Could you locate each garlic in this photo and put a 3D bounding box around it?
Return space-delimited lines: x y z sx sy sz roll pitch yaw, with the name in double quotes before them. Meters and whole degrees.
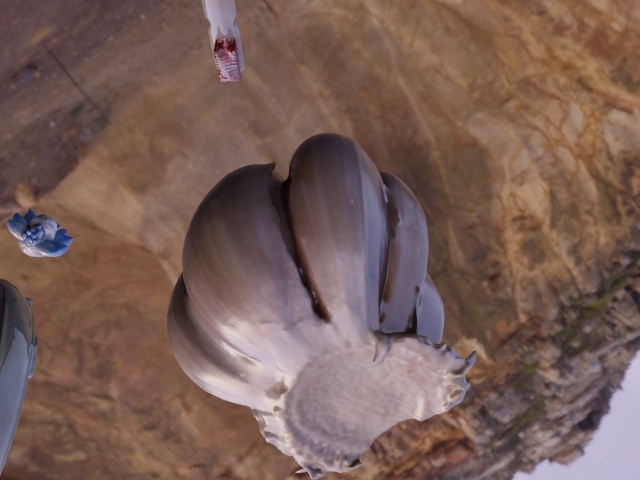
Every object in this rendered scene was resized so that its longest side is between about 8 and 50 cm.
"garlic" 0.000 0.000 0.390 0.131 0.127 0.194 -47 -159 35

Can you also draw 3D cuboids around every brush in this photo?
"brush" -0.184 -0.391 1.517 0.060 0.050 0.321 -1 161 -1

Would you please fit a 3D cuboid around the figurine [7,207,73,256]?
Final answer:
"figurine" -0.485 -0.014 1.406 0.079 0.114 0.114 -63 -179 25

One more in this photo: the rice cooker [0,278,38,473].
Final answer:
"rice cooker" -0.529 0.165 0.930 0.335 0.325 0.335 -38 -137 46
